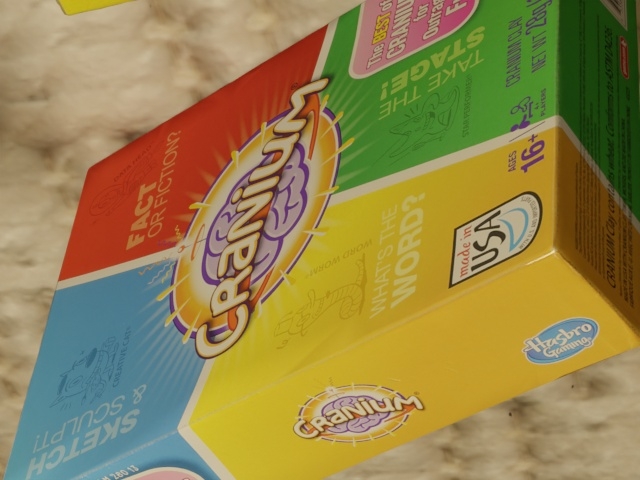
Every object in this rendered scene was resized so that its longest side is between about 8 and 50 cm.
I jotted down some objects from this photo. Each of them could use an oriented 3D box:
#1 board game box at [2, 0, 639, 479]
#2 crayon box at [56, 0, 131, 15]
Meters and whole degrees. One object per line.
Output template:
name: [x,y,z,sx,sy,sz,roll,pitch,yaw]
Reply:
board game box: [0.000,0.000,0.861,0.316,0.242,0.064,-28,125,31]
crayon box: [-0.073,-0.246,0.725,0.202,0.081,0.318,-9,134,16]
